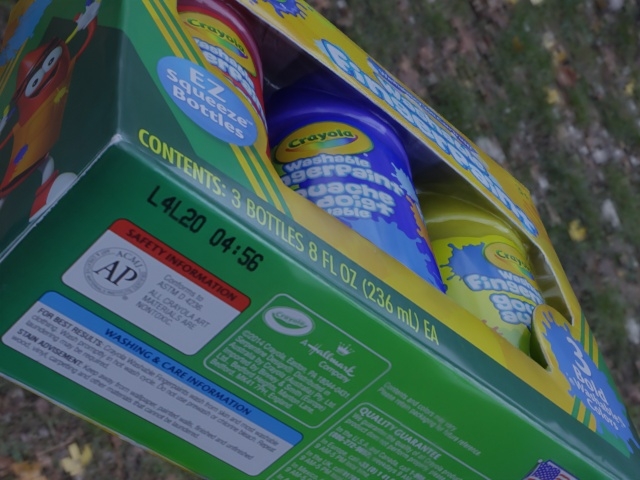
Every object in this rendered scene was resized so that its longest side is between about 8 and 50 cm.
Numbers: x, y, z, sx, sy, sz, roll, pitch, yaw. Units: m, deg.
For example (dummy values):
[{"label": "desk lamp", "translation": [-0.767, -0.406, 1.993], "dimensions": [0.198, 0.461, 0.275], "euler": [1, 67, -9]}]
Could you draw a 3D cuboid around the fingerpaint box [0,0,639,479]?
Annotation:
[{"label": "fingerpaint box", "translation": [0.000, 0.000, 0.747], "dimensions": [0.445, 0.163, 0.371], "euler": [35, 25, -28]}]
